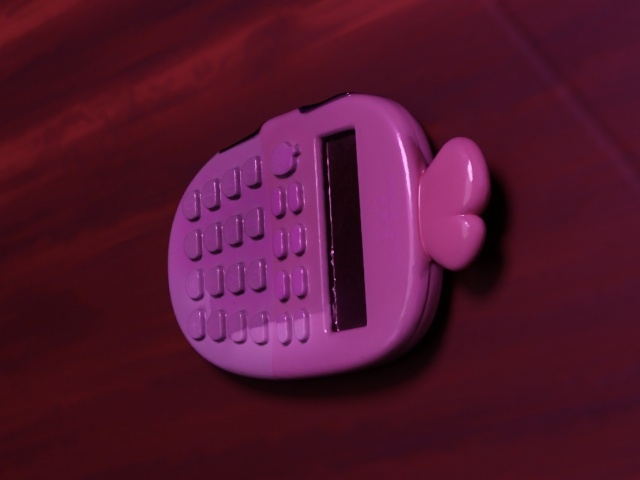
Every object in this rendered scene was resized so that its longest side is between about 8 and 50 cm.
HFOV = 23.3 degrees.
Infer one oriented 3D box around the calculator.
[{"bbox_3d":[0.000,0.000,0.577,0.166,0.024,0.103,-13,76,43],"label":"calculator"}]
